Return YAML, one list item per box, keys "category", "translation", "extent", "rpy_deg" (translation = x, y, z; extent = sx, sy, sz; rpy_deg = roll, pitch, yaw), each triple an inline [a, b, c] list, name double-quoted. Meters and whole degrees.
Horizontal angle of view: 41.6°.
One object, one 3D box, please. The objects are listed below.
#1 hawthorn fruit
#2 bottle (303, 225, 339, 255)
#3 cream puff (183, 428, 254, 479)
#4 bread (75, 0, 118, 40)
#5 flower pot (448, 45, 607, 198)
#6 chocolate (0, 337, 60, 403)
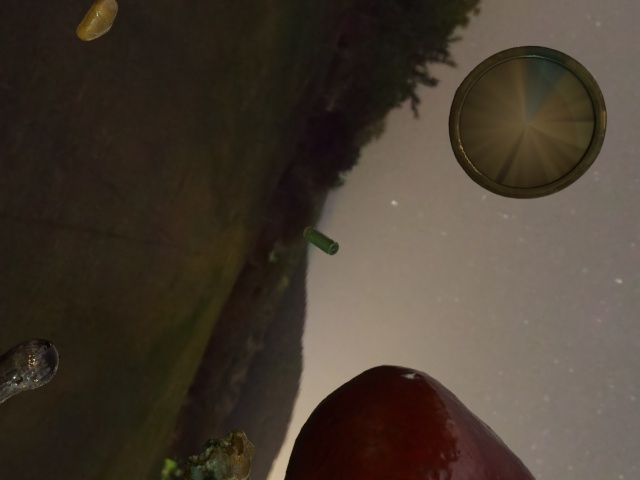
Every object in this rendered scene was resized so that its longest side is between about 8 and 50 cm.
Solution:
- category: "hawthorn fruit"
  translation: [0.089, 0.283, 0.886]
  extent: [0.295, 0.295, 0.311]
  rpy_deg: [113, -40, -62]
- category: "bottle"
  translation: [0.000, 0.000, 1.692]
  extent: [0.030, 0.083, 0.030]
  rpy_deg: [-27, 133, -33]
- category: "cream puff"
  translation: [-0.189, 0.451, 1.691]
  extent: [0.156, 0.121, 0.156]
  rpy_deg: [-37, 177, -2]
- category: "bread"
  translation: [-0.484, -0.484, 1.850]
  extent: [0.115, 0.056, 0.082]
  rpy_deg: [-47, -167, 25]
- category: "flower pot"
  translation: [0.299, -0.171, 1.246]
  extent: [0.202, 0.212, 0.212]
  rpy_deg: [-32, 145, -78]
- category: "chocolate"
  translation: [-0.671, 0.290, 1.792]
  extent: [0.110, 0.248, 0.110]
  rpy_deg: [-22, 90, -89]
